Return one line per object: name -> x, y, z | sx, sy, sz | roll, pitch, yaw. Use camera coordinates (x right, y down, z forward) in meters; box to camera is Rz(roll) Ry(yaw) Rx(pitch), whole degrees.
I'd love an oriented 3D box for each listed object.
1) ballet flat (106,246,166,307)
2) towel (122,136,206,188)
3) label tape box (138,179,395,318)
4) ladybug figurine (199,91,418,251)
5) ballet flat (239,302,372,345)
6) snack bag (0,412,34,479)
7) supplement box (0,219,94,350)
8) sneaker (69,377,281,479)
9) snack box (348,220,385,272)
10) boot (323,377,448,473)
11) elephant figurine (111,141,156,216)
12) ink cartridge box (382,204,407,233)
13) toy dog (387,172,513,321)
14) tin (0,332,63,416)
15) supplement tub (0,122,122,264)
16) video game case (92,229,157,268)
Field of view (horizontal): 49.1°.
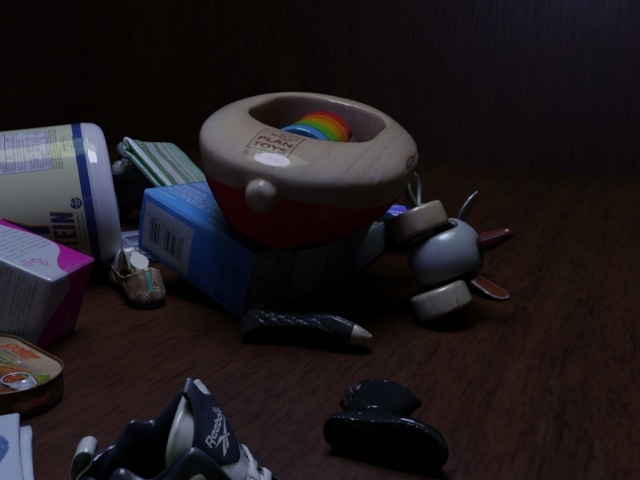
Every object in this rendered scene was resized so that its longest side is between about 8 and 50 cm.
ballet flat -> -0.288, 0.046, 1.094 | 0.073, 0.067, 0.206 | -11, 16, -30
towel -> -0.318, -0.142, 1.614 | 0.248, 0.038, 0.325 | 46, 10, 1
label tape box -> -0.080, -0.015, 1.146 | 0.249, 0.115, 0.347 | 28, 26, 32
ladybug figurine -> -0.018, -0.105, 1.032 | 0.304, 0.162, 0.449 | 18, 24, 14
ballet flat -> -0.019, 0.116, 0.887 | 0.173, 0.049, 0.057 | 6, -29, 17
snack bag -> -0.333, 0.214, 0.422 | 0.322, 0.037, 0.342 | -6, 14, -26
supplement box -> -0.415, 0.041, 0.869 | 0.219, 0.114, 0.111 | 21, 15, 5
sneaker -> -0.043, 0.157, 0.428 | 0.234, 0.153, 0.094 | 0, 14, -4
snack box -> 0.000, 0.000, 1.313 | 0.206, 0.070, 0.174 | 4, 13, 21
boot -> 0.069, 0.166, 0.648 | 0.121, 0.045, 0.099 | 5, 11, 24
elephant figurine -> -0.488, -0.111, 1.626 | 0.239, 0.186, 0.169 | -33, -30, 13
ink cartridge box -> 0.091, -0.054, 1.436 | 0.206, 0.045, 0.208 | 8, -6, 2
toy dog -> 0.219, 0.006, 1.063 | 0.160, 0.220, 0.334 | -18, 16, 19
tin -> -0.348, 0.142, 0.744 | 0.189, 0.040, 0.106 | 12, 21, 41
supplement tub -> -0.499, -0.056, 1.120 | 0.324, 0.236, 0.235 | -10, 15, -18
video game case -> -0.336, 0.009, 1.359 | 0.274, 0.026, 0.196 | -5, 14, -29
